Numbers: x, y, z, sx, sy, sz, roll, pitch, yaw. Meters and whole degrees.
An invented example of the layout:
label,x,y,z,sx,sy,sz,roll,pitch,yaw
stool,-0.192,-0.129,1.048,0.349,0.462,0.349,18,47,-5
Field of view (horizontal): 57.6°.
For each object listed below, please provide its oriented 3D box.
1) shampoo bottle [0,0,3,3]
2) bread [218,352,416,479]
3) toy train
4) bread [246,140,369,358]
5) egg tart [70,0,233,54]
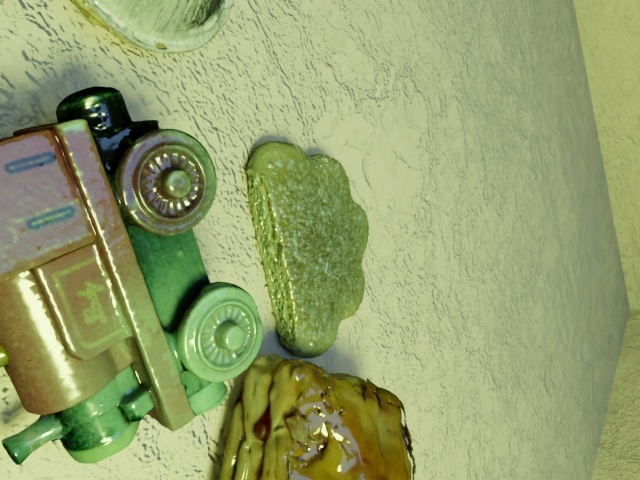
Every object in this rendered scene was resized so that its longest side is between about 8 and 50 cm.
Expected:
label,x,y,z,sx,sy,sz,roll,pitch,yaw
shampoo bottle,-0.298,-0.268,0.392,0.221,0.051,0.108,39,78,-35
bread,0.009,0.319,0.672,0.277,0.166,0.325,35,62,-45
toy train,-0.181,0.039,0.478,0.221,0.150,0.305,-30,113,-37
bread,0.000,0.000,0.771,0.207,0.056,0.287,-29,112,-47
egg tart,-0.156,-0.299,0.556,0.234,0.094,0.234,4,85,-54
